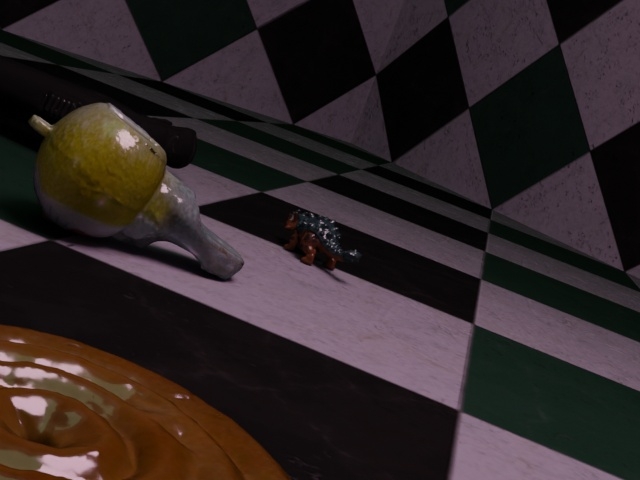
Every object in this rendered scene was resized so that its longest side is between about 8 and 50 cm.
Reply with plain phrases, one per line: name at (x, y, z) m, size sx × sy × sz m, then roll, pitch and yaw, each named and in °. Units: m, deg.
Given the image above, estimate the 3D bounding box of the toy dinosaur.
toy dinosaur at (0.000, 0.000, 1.092) m, size 0.049 × 0.055 × 0.154 m, roll 18°, pitch 6°, yaw -35°

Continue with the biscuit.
biscuit at (-0.119, 0.087, 0.400) m, size 0.262 × 0.037 × 0.262 m, roll 20°, pitch 10°, yaw -4°

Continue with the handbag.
handbag at (-0.317, -0.161, 1.240) m, size 0.275 × 0.088 × 0.244 m, roll 21°, pitch 6°, yaw 21°

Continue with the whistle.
whistle at (-0.164, -0.031, 0.848) m, size 0.223 × 0.123 × 0.123 m, roll 40°, pitch 2°, yaw -21°
